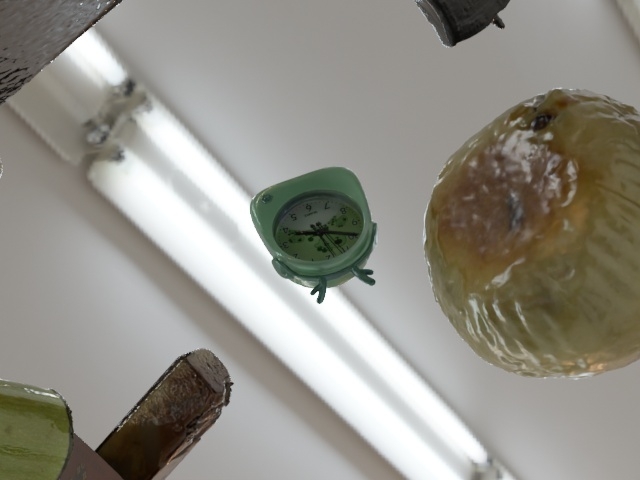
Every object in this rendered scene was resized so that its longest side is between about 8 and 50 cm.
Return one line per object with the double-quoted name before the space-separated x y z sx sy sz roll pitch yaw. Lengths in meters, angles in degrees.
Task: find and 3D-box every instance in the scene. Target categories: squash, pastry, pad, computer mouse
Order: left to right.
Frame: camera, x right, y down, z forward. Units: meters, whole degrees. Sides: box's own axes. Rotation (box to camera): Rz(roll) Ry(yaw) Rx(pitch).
"squash" -0.409 0.210 1.284 0.247 0.132 0.132 18 -108 -44
"pad" -0.330 0.371 1.592 0.004 0.267 0.181 12 -87 -33
"computer mouse" 0.166 -0.365 1.535 0.147 0.088 0.264 -44 -51 2
"pastry" 0.333 0.001 1.549 0.312 0.388 0.388 36 -121 -36

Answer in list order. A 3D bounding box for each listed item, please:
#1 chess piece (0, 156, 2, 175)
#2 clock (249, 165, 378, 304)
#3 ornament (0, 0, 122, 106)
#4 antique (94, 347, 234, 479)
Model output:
"chess piece" -0.464 -0.099 1.546 0.084 0.083 0.038 55 -163 -32
"clock" 0.000 0.000 1.587 0.066 0.159 0.211 78 172 -51
"ornament" -0.264 -0.178 0.703 0.196 0.153 0.166 55 -156 3
"antique" -0.245 0.291 1.694 0.093 0.310 0.087 46 -162 12
